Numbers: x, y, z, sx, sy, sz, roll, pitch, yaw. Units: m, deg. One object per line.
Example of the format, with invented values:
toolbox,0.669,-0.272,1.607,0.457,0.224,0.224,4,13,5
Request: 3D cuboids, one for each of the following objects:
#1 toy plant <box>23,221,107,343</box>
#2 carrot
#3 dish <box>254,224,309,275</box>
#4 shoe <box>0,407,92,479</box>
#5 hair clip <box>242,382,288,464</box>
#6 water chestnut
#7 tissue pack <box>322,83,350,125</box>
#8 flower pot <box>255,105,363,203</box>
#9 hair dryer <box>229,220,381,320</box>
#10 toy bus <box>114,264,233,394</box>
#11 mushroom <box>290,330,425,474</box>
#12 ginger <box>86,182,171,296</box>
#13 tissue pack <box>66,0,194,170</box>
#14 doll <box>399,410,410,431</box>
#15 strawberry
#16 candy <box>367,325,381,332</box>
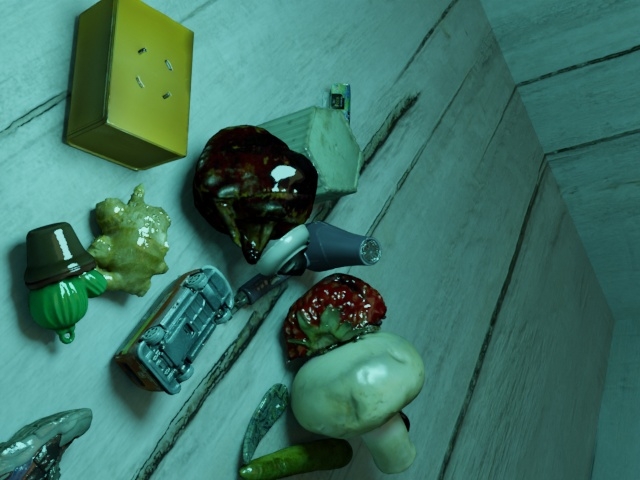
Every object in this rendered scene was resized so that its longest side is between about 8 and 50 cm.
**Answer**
toy plant,-0.429,0.071,1.278,0.143,0.105,0.201,-25,110,-47
carrot,-0.053,0.491,1.695,0.358,0.074,0.074,8,73,-50
dish,-0.060,0.041,1.590,0.078,0.141,0.141,47,37,7
shoe,-0.434,0.350,1.181,0.227,0.099,0.126,-29,96,-48
hair clip,-0.126,0.397,1.648,0.066,0.036,0.229,66,31,-23
water chestnut,-0.140,-0.103,1.611,0.244,0.289,0.289,-49,128,-4
tissue pack,0.043,-0.364,2.086,0.085,0.079,0.111,83,9,-72
flower pot,-0.035,-0.195,1.824,0.239,0.189,0.209,-1,81,-55
hair dryer,-0.064,0.078,1.691,0.361,0.301,0.121,-34,110,-26
toy bus,-0.274,0.163,1.444,0.121,0.119,0.265,57,40,-26
mushroom,0.097,0.338,1.742,0.356,0.315,0.315,42,47,-54
ginger,-0.352,-0.003,1.408,0.157,0.102,0.216,14,72,-21
tissue pack,-0.364,-0.297,1.446,0.194,0.145,0.275,23,61,-50
doll,0.210,0.504,2.050,0.096,0.070,0.195,-63,138,-62
strawberry,0.037,0.151,1.774,0.280,0.253,0.150,-33,99,-54
candy,0.107,0.247,1.976,0.095,0.085,0.110,39,60,-49
